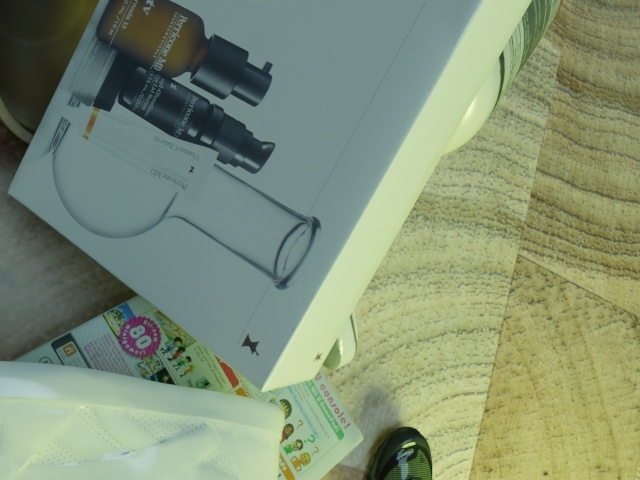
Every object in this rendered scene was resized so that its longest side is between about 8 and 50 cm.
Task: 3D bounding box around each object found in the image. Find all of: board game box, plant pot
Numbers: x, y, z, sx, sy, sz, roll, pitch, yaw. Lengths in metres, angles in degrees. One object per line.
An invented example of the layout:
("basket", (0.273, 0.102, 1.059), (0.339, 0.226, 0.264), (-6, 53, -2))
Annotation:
("board game box", (-0.139, 0.163, 0.546), (0.303, 0.097, 0.224), (-29, 89, -37))
("plant pot", (-0.211, -0.200, 0.550), (0.110, 0.237, 0.237), (33, 63, 20))

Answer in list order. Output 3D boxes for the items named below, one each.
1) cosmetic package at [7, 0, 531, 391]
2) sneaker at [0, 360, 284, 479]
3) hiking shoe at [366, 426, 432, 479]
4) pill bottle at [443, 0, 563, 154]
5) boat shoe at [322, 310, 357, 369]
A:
("cosmetic package", (-0.040, -0.127, 0.484), (0.377, 0.284, 0.097), (-61, 159, 7))
("sneaker", (-0.154, 0.175, 0.406), (0.292, 0.108, 0.169), (16, 60, -28))
("hiking shoe", (0.110, 0.324, 0.705), (0.086, 0.114, 0.226), (7, 81, -30))
("pill bottle", (0.109, -0.216, 0.676), (0.210, 0.210, 0.363), (50, 53, -16))
("boat shoe", (0.000, 0.000, 0.693), (0.088, 0.096, 0.267), (-15, 82, -30))
